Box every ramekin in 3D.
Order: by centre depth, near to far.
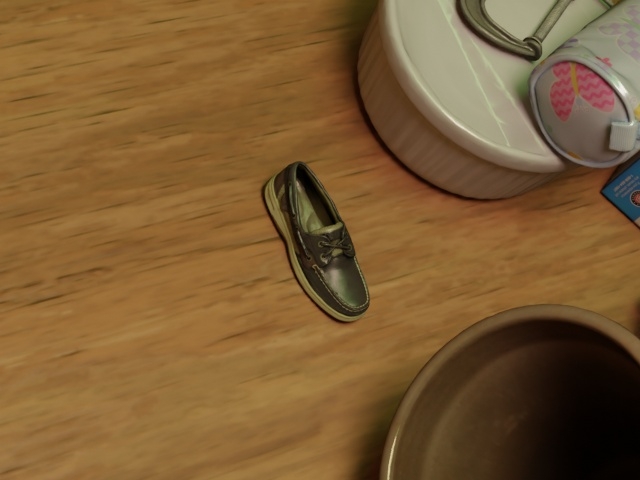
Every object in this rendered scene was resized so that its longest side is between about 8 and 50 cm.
[{"bbox_3d":[0.159,-0.163,1.542,0.273,0.127,0.273,12,60,-21],"label":"ramekin"}]

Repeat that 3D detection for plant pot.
[{"bbox_3d":[0.215,0.206,1.298,0.229,0.263,0.263,30,48,-48],"label":"plant pot"}]

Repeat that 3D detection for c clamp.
[{"bbox_3d":[0.205,-0.223,1.503,0.137,0.022,0.161,44,53,0],"label":"c clamp"}]

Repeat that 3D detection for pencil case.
[{"bbox_3d":[0.310,-0.168,1.470,0.124,0.113,0.273,42,52,19],"label":"pencil case"}]

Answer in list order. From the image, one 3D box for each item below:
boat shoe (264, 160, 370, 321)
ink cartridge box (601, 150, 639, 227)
[{"bbox_3d":[0.000,0.000,1.423,0.056,0.049,0.152,-24,77,-34],"label":"boat shoe"},{"bbox_3d":[0.406,-0.037,1.583,0.203,0.148,0.086,42,52,-2],"label":"ink cartridge box"}]
